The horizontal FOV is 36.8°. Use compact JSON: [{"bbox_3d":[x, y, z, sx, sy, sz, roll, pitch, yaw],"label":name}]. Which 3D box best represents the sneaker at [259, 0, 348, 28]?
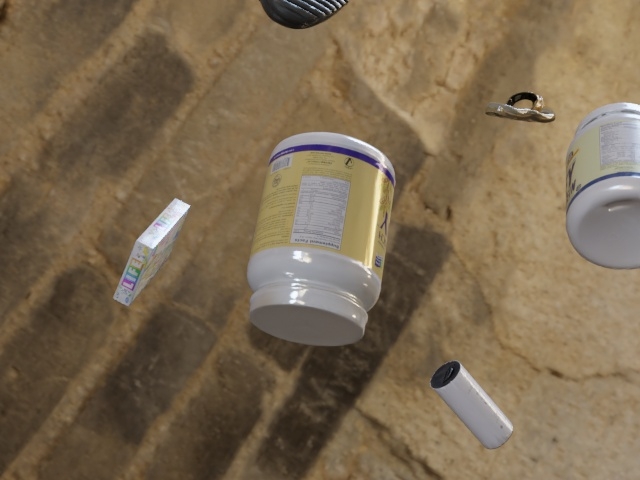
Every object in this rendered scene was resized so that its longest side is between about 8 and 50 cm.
[{"bbox_3d":[-0.030,-0.330,1.220,0.146,0.122,0.330,-52,16,37],"label":"sneaker"}]

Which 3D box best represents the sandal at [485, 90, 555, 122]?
[{"bbox_3d":[0.324,-0.215,1.536,0.180,0.072,0.049,-3,-77,-51],"label":"sandal"}]

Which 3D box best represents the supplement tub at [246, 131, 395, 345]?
[{"bbox_3d":[0.000,0.000,1.727,0.241,0.241,0.331,49,-135,-55],"label":"supplement tub"}]

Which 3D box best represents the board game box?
[{"bbox_3d":[-0.239,0.015,1.372,0.103,0.026,0.154,-62,0,27],"label":"board game box"}]

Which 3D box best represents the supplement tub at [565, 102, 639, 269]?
[{"bbox_3d":[0.643,-0.122,2.046,0.325,0.235,0.235,-74,-19,-47],"label":"supplement tub"}]

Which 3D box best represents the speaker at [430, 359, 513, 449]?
[{"bbox_3d":[0.217,0.236,1.380,0.136,0.055,0.055,48,-115,-19],"label":"speaker"}]
